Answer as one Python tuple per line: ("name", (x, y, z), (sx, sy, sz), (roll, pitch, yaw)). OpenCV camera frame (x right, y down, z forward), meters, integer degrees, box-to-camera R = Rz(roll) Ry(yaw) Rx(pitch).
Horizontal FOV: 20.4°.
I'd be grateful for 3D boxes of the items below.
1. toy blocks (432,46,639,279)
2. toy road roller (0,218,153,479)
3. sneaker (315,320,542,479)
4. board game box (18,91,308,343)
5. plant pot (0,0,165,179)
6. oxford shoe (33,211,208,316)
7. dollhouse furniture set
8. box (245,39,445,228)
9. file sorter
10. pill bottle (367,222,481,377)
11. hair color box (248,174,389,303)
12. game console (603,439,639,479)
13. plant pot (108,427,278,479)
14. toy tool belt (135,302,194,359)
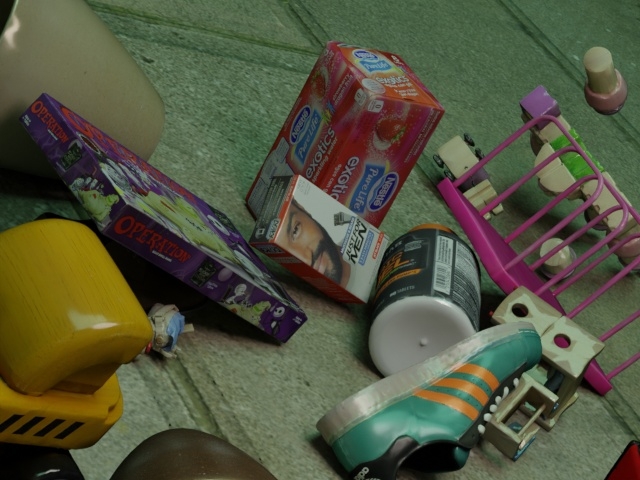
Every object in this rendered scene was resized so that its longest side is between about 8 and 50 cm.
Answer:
("toy blocks", (0.383, -0.072, 2.633), (0.288, 0.309, 0.260), (57, 2, 24))
("toy road roller", (-0.296, 0.093, 1.479), (0.329, 0.240, 0.202), (17, 31, -54))
("sneaker", (0.141, 0.189, 1.943), (0.302, 0.108, 0.121), (-23, 73, -32))
("board game box", (-0.166, -0.020, 1.951), (0.208, 0.056, 0.347), (44, 6, 38))
("plant pot", (-0.320, -0.178, 2.049), (0.274, 0.256, 0.256), (30, 20, -38))
("oxford shoe", (-0.213, 0.026, 1.921), (0.227, 0.096, 0.083), (16, 27, -30))
("dollhouse furniture set", (0.220, 0.175, 2.109), (0.129, 0.129, 0.184), (37, 56, 16))
("box", (0.027, -0.104, 2.215), (0.123, 0.257, 0.128), (7, 34, -36))
("file sorter", (0.325, 0.012, 2.276), (0.291, 0.182, 0.202), (44, 12, -39))
("pill bottle", (0.129, 0.069, 2.155), (0.130, 0.130, 0.245), (26, 25, -7))
("hair color box", (0.000, 0.000, 2.127), (0.167, 0.093, 0.053), (33, -22, -36))
("game console", (0.343, 0.296, 1.946), (0.085, 0.144, 0.124), (22, 27, -13))
("plant pot", (-0.110, 0.254, 1.522), (0.215, 0.215, 0.230), (22, 13, -16))
("toy tool belt", (-0.164, 0.101, 1.884), (0.051, 0.052, 0.083), (20, 27, 0))
